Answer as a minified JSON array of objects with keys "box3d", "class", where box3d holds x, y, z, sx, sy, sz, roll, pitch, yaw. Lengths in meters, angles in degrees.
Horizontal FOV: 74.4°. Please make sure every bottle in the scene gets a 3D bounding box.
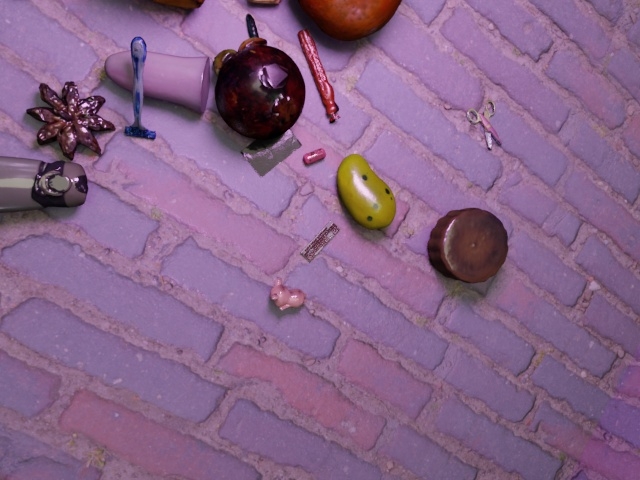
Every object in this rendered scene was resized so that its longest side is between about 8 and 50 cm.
[{"box3d":[-0.863,-0.162,1.219,0.348,0.168,0.168,-3,94,-18],"class":"bottle"}]

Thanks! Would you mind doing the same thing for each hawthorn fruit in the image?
[{"box3d":[0.120,-0.853,1.315,0.404,0.403,0.401,-1,93,-15],"class":"hawthorn fruit"}]

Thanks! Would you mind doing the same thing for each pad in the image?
[{"box3d":[-0.171,-0.322,1.476,0.193,0.004,0.116,-41,102,-9],"class":"pad"}]

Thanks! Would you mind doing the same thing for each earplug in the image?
[{"box3d":[-0.507,-0.508,1.303,0.302,0.172,0.172,8,91,-10],"class":"earplug"}]

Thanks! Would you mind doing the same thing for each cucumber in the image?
[{"box3d":[-0.226,-0.702,1.426,0.032,0.032,0.132,-15,96,-14],"class":"cucumber"}]

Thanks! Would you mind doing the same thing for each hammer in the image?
[{"box3d":[-0.021,-0.300,1.501,0.084,0.043,0.043,-24,99,-11],"class":"hammer"}]

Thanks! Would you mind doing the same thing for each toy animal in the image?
[{"box3d":[-0.115,0.194,1.484,0.150,0.083,0.089,17,110,-32],"class":"toy animal"}]

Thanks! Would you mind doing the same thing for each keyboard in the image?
[{"box3d":[0.000,0.000,1.535,0.055,0.017,0.166,45,82,-13],"class":"keyboard"}]

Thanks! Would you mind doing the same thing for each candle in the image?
[{"box3d":[0.000,-0.580,1.485,0.051,0.048,0.328,-22,98,-4],"class":"candle"}]

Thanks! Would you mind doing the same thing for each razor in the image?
[{"box3d":[-0.534,-0.431,1.242,0.093,0.056,0.324,7,136,-17],"class":"razor"}]

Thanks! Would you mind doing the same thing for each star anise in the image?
[{"box3d":[-0.759,-0.365,1.267,0.236,0.109,0.223,27,90,-17],"class":"star anise"}]

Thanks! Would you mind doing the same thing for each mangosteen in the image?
[{"box3d":[-0.198,-0.470,1.329,0.312,0.311,0.310,-1,93,-15],"class":"mangosteen"}]

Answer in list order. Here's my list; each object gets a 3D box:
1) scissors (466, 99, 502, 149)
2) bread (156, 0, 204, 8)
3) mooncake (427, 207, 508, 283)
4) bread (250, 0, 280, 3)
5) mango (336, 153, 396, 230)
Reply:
[{"box3d":[0.667,-0.457,1.686,0.134,0.020,0.187,-27,98,-9],"class":"scissors"},{"box3d":[-0.463,-0.803,1.192,0.338,0.358,0.203,7,101,0],"class":"bread"},{"box3d":[0.558,0.017,1.613,0.291,0.161,0.289,0,92,-14],"class":"mooncake"},{"box3d":[-0.174,-0.902,1.354,0.133,0.179,0.249,-3,94,-18],"class":"bread"},{"box3d":[0.159,-0.171,1.509,0.175,0.143,0.292,-29,91,-13],"class":"mango"}]
